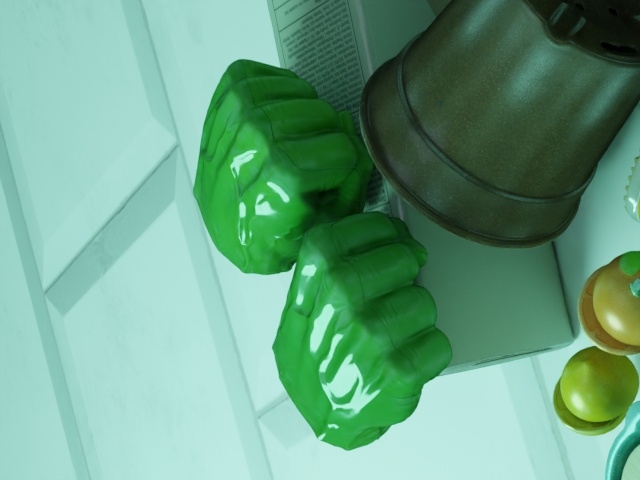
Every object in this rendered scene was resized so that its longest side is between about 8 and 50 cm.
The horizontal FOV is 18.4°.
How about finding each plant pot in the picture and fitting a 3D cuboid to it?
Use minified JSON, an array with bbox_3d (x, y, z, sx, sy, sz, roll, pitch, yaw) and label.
[{"bbox_3d":[0.133,-0.109,1.263,0.165,0.167,0.167,-55,50,44],"label":"plant pot"}]

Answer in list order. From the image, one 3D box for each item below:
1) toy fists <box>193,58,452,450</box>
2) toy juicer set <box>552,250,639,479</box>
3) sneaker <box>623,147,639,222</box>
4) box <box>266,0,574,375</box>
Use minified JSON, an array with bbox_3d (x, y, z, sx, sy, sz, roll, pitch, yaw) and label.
[{"bbox_3d":[0.000,0.000,1.350,0.142,0.096,0.279,107,142,-56],"label":"toy fists"},{"bbox_3d":[0.207,0.163,1.255,0.209,0.089,0.329,31,130,52],"label":"toy juicer set"},{"bbox_3d":[0.240,-0.069,1.169,0.084,0.069,0.186,43,141,38],"label":"sneaker"},{"bbox_3d":[0.068,-0.056,1.433,0.148,0.121,0.311,-18,82,62],"label":"box"}]
